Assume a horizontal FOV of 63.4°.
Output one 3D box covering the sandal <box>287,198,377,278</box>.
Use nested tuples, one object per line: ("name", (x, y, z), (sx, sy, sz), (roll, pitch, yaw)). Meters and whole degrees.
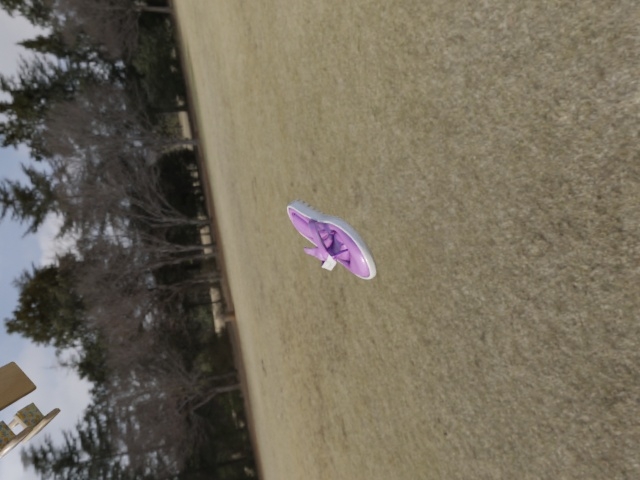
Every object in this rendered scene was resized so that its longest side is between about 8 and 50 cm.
("sandal", (0.007, 0.012, 1.310), (0.416, 0.102, 0.169), (32, 154, 60))

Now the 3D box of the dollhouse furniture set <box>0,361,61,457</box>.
("dollhouse furniture set", (-0.604, 0.276, 0.918), (0.212, 0.161, 0.242), (47, -165, 1))
